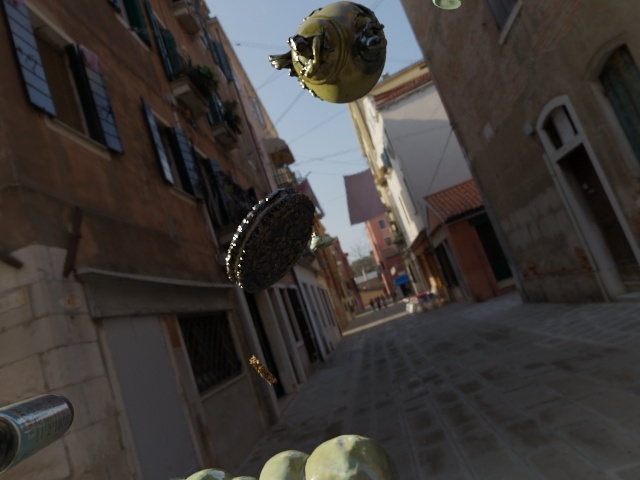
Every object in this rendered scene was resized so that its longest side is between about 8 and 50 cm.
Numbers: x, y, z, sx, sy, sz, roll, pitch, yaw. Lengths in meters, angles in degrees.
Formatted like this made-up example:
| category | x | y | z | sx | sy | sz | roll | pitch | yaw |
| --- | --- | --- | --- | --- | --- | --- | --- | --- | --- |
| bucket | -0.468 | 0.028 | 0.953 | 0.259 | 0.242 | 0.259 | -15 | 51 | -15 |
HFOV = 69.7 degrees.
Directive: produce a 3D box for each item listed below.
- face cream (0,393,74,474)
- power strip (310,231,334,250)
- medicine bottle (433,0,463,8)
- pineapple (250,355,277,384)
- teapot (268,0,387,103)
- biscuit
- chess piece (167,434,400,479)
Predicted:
| category | x | y | z | sx | sy | sz | roll | pitch | yaw |
| --- | --- | --- | --- | --- | --- | --- | --- | --- | --- |
| face cream | -0.401 | 0.256 | 0.630 | 0.075 | 0.075 | 0.229 | -17 | -8 | -14 |
| power strip | 0.000 | 0.000 | 0.993 | 0.055 | 0.035 | 0.083 | -22 | -8 | 10 |
| medicine bottle | 0.201 | -0.400 | 0.696 | 0.047 | 0.084 | 0.047 | 10 | 4 | -1 |
| pineapple | -0.128 | 0.275 | 0.988 | 0.019 | 0.083 | 0.045 | -42 | -34 | -15 |
| teapot | 0.008 | -0.334 | 0.821 | 0.269 | 0.173 | 0.182 | 10 | 19 | 35 |
| biscuit | -0.078 | 0.002 | 0.764 | 0.194 | 0.053 | 0.195 | -47 | -23 | -27 |
| chess piece | -0.040 | 0.259 | 0.436 | 0.243 | 0.133 | 0.133 | -26 | -10 | 11 |
